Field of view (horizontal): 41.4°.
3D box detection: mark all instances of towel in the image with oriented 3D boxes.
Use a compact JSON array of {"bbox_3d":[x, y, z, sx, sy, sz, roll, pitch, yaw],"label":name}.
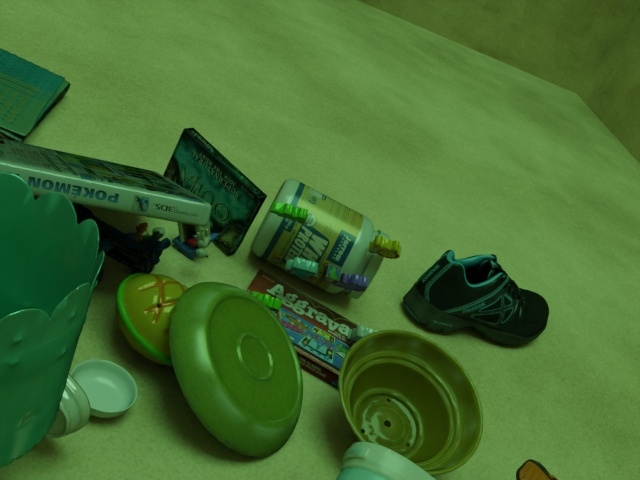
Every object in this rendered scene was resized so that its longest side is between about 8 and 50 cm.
[{"bbox_3d":[-0.624,-0.284,1.393,0.370,0.040,0.271,23,29,-10],"label":"towel"}]

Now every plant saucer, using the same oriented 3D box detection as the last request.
[{"bbox_3d":[-0.095,0.156,1.095,0.241,0.037,0.241,39,35,-35],"label":"plant saucer"}]

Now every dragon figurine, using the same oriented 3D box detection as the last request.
[{"bbox_3d":[-0.335,0.012,1.150,0.144,0.085,0.289,42,30,20],"label":"dragon figurine"}]

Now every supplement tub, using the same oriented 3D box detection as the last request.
[{"bbox_3d":[0.000,0.000,1.418,0.199,0.144,0.144,27,29,-6],"label":"supplement tub"}]

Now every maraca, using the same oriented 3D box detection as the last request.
[{"bbox_3d":[-0.192,0.118,1.112,0.186,0.099,0.127,46,30,-8],"label":"maraca"}]

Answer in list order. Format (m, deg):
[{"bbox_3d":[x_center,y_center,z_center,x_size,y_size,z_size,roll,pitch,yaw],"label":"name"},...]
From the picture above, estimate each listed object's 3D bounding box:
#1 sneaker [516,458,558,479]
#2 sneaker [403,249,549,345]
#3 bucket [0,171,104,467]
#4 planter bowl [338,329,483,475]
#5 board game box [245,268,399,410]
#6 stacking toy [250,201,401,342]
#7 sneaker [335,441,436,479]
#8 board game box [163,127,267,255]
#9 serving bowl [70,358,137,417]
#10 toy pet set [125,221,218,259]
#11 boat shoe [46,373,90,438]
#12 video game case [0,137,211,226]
[{"bbox_3d":[0.363,0.388,1.180,0.321,0.124,0.180,27,7,-40],"label":"sneaker"},{"bbox_3d":[0.319,0.104,1.557,0.341,0.140,0.125,8,34,-37],"label":"sneaker"},{"bbox_3d":[-0.344,0.067,0.757,0.281,0.183,0.281,15,26,-7],"label":"bucket"},{"bbox_3d":[0.109,0.240,1.181,0.217,0.090,0.217,14,49,-16],"label":"planter bowl"},{"bbox_3d":[0.003,0.154,1.304,0.281,0.027,0.145,30,28,-2],"label":"board game box"},{"bbox_3d":[0.008,0.052,1.303,0.221,0.052,0.167,18,70,-11],"label":"stacking toy"},{"bbox_3d":[0.151,0.400,0.999,0.366,0.135,0.150,35,59,-3],"label":"sneaker"},{"bbox_3d":[-0.182,-0.081,1.394,0.186,0.126,0.026,42,31,21],"label":"board game box"},{"bbox_3d":[-0.263,0.182,1.014,0.083,0.027,0.083,23,30,-15],"label":"serving bowl"},{"bbox_3d":[-0.219,0.006,1.308,0.122,0.065,0.114,6,26,20],"label":"toy pet set"},{"bbox_3d":[-0.382,0.148,0.895,0.277,0.098,0.096,24,29,6],"label":"boat shoe"},{"bbox_3d":[-0.336,-0.089,1.163,0.300,0.036,0.329,11,7,-25],"label":"video game case"}]
